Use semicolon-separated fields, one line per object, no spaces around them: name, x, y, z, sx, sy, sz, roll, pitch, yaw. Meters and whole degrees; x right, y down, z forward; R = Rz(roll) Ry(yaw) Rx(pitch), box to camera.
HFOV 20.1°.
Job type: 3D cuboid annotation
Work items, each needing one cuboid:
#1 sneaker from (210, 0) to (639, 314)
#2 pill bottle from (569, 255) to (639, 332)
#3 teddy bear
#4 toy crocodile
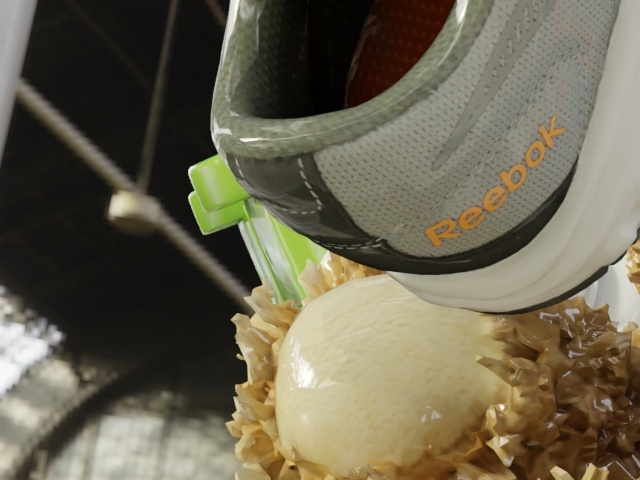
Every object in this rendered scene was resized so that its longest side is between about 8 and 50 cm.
sneaker;0.040;-0.122;0.373;0.100;0.271;0.108;7;-4;36
pill bottle;0.174;0.074;0.950;0.215;0.117;0.117;31;-31;-23
teddy bear;0.136;0.073;0.482;0.338;0.245;0.113;-15;-47;-41
toy crocodile;0.000;0.000;0.929;0.105;0.115;0.340;-24;-1;-5
